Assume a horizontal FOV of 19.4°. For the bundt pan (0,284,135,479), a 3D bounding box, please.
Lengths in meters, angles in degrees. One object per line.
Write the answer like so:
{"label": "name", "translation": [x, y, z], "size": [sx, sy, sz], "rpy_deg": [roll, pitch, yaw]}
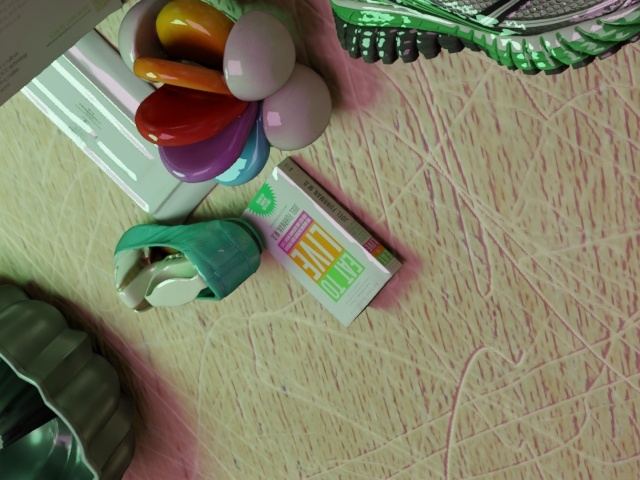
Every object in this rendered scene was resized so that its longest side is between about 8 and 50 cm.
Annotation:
{"label": "bundt pan", "translation": [-0.340, 0.180, 2.119], "size": [0.331, 0.124, 0.330], "rpy_deg": [24, 138, 24]}

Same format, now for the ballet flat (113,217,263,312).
{"label": "ballet flat", "translation": [-0.152, 0.028, 1.811], "size": [0.247, 0.087, 0.083], "rpy_deg": [-10, 117, 55]}

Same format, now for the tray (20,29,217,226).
{"label": "tray", "translation": [-0.216, -0.126, 1.792], "size": [0.270, 0.030, 0.145], "rpy_deg": [44, 144, -1]}

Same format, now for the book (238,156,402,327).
{"label": "book", "translation": [0.000, 0.000, 1.721], "size": [0.144, 0.035, 0.096], "rpy_deg": [43, 141, 5]}

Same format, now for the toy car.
{"label": "toy car", "translation": [-0.092, -0.116, 1.581], "size": [0.159, 0.136, 0.182], "rpy_deg": [12, 156, 33]}

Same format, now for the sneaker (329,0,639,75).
{"label": "sneaker", "translation": [0.125, -0.206, 1.324], "size": [0.344, 0.134, 0.146], "rpy_deg": [4, 128, 40]}

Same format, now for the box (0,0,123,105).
{"label": "box", "translation": [-0.321, -0.275, 1.577], "size": [0.058, 0.232, 0.322], "rpy_deg": [-2, 124, 42]}
